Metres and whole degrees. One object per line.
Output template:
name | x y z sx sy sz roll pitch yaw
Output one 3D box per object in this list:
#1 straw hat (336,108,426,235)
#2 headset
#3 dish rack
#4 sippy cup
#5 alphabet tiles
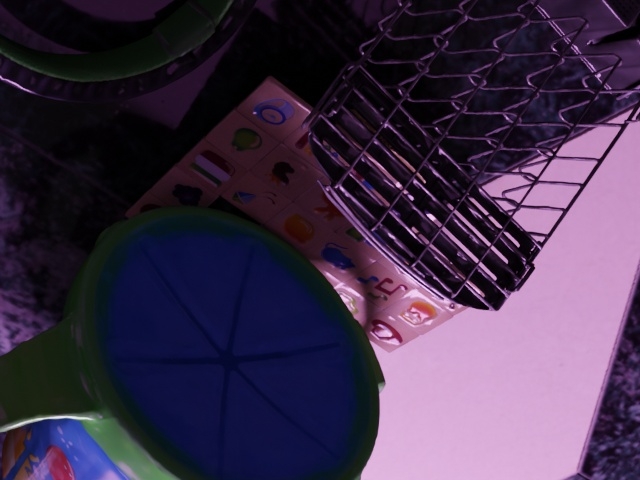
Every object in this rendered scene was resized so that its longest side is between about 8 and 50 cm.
straw hat | 0.022 -0.062 0.830 0.144 0.061 0.144 16 148 11
headset | -0.168 -0.244 0.647 0.243 0.185 0.394 -40 127 -3
dish rack | 0.111 -0.098 0.756 0.208 0.074 0.272 42 74 -20
sippy cup | -0.114 0.131 0.813 0.305 0.240 0.224 31 130 -18
alphabet tiles | 0.000 0.000 0.837 0.237 0.009 0.198 35 136 -19
